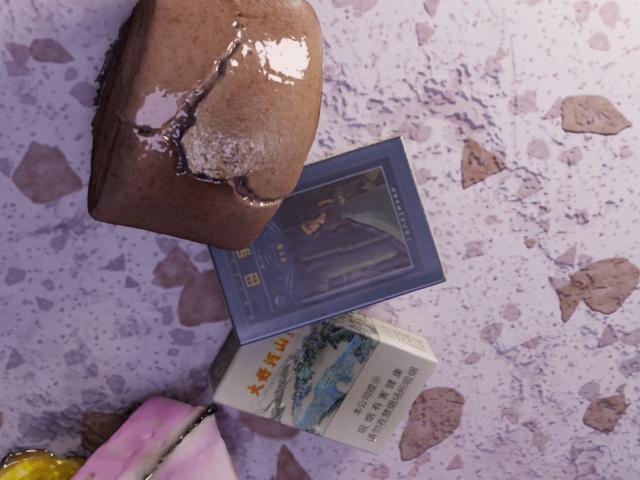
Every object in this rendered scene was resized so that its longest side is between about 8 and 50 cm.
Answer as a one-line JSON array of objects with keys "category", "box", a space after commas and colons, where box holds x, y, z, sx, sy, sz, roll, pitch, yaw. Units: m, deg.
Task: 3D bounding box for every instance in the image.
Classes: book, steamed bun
[{"category": "book", "box": [0.000, 0.000, 1.480, 0.269, 0.025, 0.190, -17, 91, -3]}, {"category": "steamed bun", "box": [-0.127, -0.130, 1.324, 0.252, 0.199, 0.301, 16, 112, -11]}]

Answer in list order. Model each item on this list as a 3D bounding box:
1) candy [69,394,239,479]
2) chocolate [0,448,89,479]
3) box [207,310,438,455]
[{"category": "candy", "box": [-0.220, 0.328, 1.507, 0.116, 0.265, 0.155, 4, 124, 32]}, {"category": "chocolate", "box": [-0.380, 0.499, 1.648, 0.162, 0.162, 0.445, 2, 120, -13]}, {"category": "box", "box": [0.003, 0.167, 1.588, 0.256, 0.069, 0.164, 22, 110, -22]}]
